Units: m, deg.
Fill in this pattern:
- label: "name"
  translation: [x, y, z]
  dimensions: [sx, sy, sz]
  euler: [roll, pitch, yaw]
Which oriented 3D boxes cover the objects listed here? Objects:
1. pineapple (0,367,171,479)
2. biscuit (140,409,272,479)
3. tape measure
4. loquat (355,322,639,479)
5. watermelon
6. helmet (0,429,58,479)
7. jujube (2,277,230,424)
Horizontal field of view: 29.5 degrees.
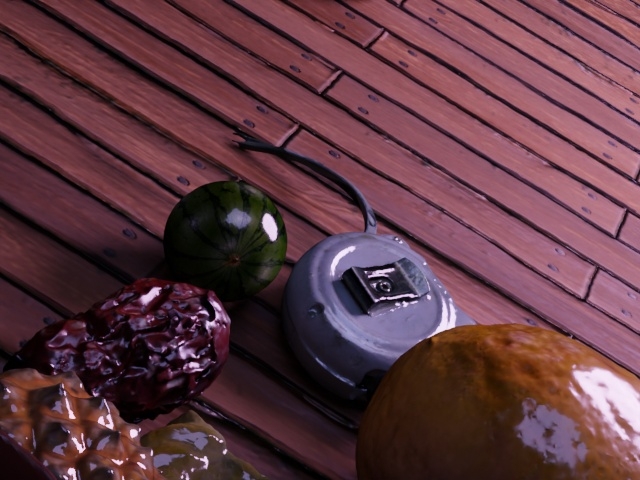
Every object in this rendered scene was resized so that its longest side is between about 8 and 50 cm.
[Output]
- label: "pineapple"
  translation: [-0.153, 0.174, 0.679]
  dimensions: [0.166, 0.166, 0.193]
  euler: [-15, 50, -41]
- label: "biscuit"
  translation: [-0.034, 0.234, 0.777]
  dimensions: [0.273, 0.036, 0.187]
  euler: [35, 39, 7]
- label: "tape measure"
  translation: [0.001, -0.001, 1.019]
  dimensions: [0.164, 0.084, 0.330]
  euler: [-12, 55, -44]
- label: "loquat"
  translation: [0.137, 0.154, 0.833]
  dimensions: [0.238, 0.193, 0.238]
  euler: [33, 21, -14]
- label: "watermelon"
  translation: [-0.077, -0.002, 0.962]
  dimensions: [0.109, 0.109, 0.109]
  euler: [17, 40, -15]
- label: "helmet"
  translation: [-0.267, 0.242, 0.478]
  dimensions: [0.384, 0.230, 0.337]
  euler: [-10, 49, -24]
- label: "jujube"
  translation: [-0.141, 0.081, 0.839]
  dimensions: [0.166, 0.104, 0.104]
  euler: [-14, 55, -31]
